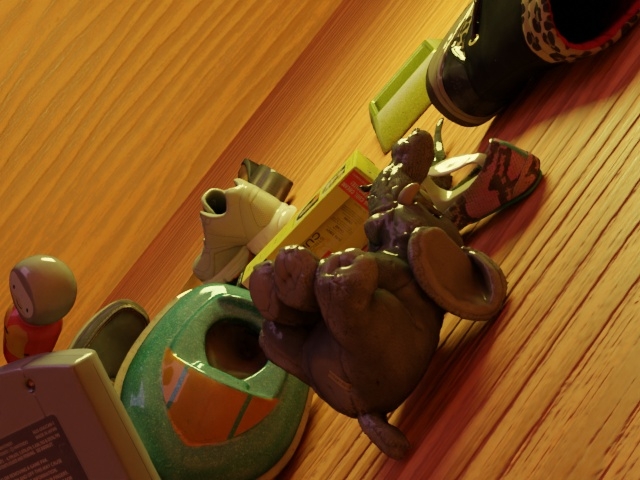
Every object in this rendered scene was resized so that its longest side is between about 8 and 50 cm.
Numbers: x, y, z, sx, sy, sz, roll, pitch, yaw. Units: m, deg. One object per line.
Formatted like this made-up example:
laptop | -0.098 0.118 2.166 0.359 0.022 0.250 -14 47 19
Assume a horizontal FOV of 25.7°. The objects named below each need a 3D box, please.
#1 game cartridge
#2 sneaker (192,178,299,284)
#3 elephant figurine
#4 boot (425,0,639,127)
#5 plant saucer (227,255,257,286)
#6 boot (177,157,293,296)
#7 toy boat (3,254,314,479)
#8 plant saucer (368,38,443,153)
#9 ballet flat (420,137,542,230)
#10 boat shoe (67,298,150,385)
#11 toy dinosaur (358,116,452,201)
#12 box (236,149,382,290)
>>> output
game cartridge | -0.282 0.217 1.325 0.294 0.196 0.060 -26 4 35
sneaker | -0.135 -0.020 2.040 0.262 0.121 0.099 -36 17 53
elephant figurine | 0.073 0.034 1.195 0.169 0.186 0.239 17 33 42
boot | 0.274 -0.311 1.537 0.377 0.138 0.284 -57 11 -15
plant saucer | -0.125 0.086 2.080 0.317 0.044 0.317 -48 10 12
boot | -0.157 -0.001 2.477 0.280 0.096 0.264 -58 19 -1
toy boat | -0.160 0.120 1.363 0.148 0.318 0.267 115 175 -46
plant saucer | 0.134 -0.227 2.072 0.188 0.045 0.188 -49 11 9
ballet flat | 0.123 -0.036 1.380 0.221 0.079 0.077 -40 15 44
boat shoe | -0.397 0.268 2.411 0.355 0.132 0.130 -59 21 -2
toy dinosaur | 0.106 -0.065 1.616 0.118 0.064 0.268 -40 11 16
box | 0.000 0.000 1.749 0.232 0.087 0.058 -45 14 21
